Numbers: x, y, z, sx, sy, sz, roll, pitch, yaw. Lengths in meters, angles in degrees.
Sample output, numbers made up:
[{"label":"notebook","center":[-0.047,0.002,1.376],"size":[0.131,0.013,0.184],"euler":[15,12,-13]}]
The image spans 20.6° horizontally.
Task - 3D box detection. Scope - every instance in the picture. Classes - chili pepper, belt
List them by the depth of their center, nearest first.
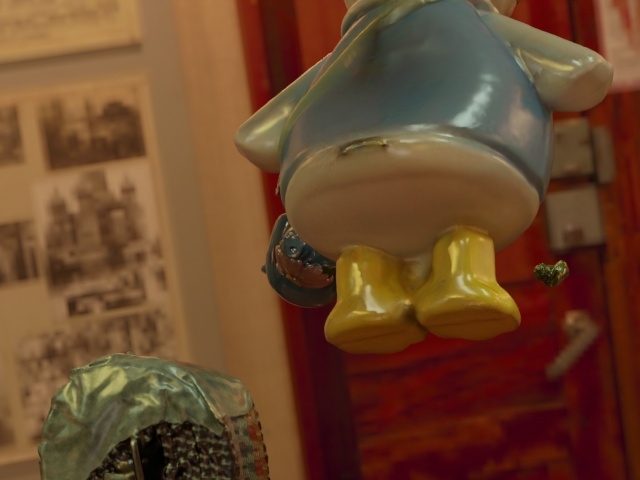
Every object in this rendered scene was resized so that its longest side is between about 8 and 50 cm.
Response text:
[{"label":"belt","center":[-0.160,0.233,1.705],"size":[0.207,0.257,0.150],"euler":[-13,-8,10]},{"label":"chili pepper","center":[0.249,0.037,1.898],"size":[0.022,0.027,0.083],"euler":[22,10,24]}]

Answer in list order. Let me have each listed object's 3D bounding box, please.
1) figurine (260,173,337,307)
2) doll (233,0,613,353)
[{"label":"figurine","center":[-0.004,-0.004,1.867],"size":[0.114,0.144,0.178],"euler":[5,-8,-1]},{"label":"doll","center":[0.042,-0.071,0.699],"size":[0.099,0.241,0.135],"euler":[27,-41,-22]}]
